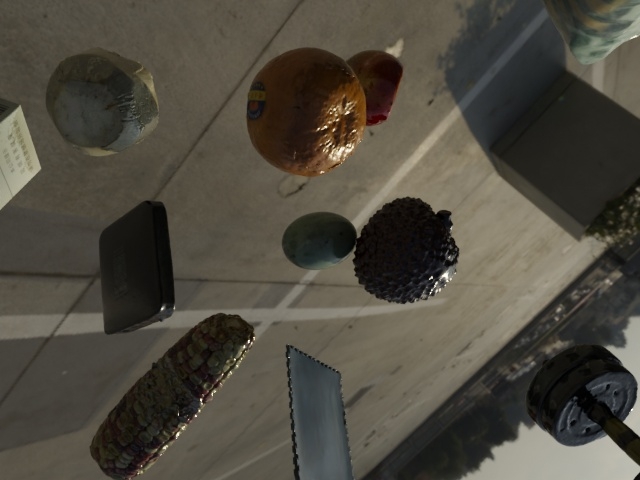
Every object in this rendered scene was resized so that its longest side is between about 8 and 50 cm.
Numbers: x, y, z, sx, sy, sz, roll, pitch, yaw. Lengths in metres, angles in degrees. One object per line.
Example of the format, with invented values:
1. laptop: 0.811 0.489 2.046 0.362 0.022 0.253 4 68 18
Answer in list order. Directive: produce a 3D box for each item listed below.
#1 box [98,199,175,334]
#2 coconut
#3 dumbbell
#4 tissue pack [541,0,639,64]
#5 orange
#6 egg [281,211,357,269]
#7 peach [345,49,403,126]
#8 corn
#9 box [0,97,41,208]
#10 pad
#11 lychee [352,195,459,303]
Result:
1. box: -0.449 0.072 1.290 0.073 0.288 0.290 6 158 -45
2. coconut: -0.516 -0.338 1.293 0.245 0.245 0.247 -54 -165 24
3. dumbbell: 0.479 0.312 0.826 0.185 0.388 0.185 -9 120 -16
4. tissue pack: 0.130 -0.267 0.250 0.128 0.310 0.228 -28 178 10
5. orange: -0.026 -0.222 0.937 0.219 0.193 0.219 -7 105 -26
6. egg: 0.000 0.000 1.560 0.237 0.169 0.169 -6 140 -33
7. peach: 0.129 -0.368 1.312 0.193 0.190 0.190 4 132 -36
8. corn: -0.201 0.211 0.732 0.290 0.098 0.098 -47 157 11
9. box: -0.372 -0.071 0.570 0.100 0.048 0.152 102 6 -50
10. pad: 0.002 0.375 1.124 0.012 0.269 0.269 -20 144 20
11. lychee: 0.244 0.029 1.524 0.330 0.306 0.306 -37 159 16
